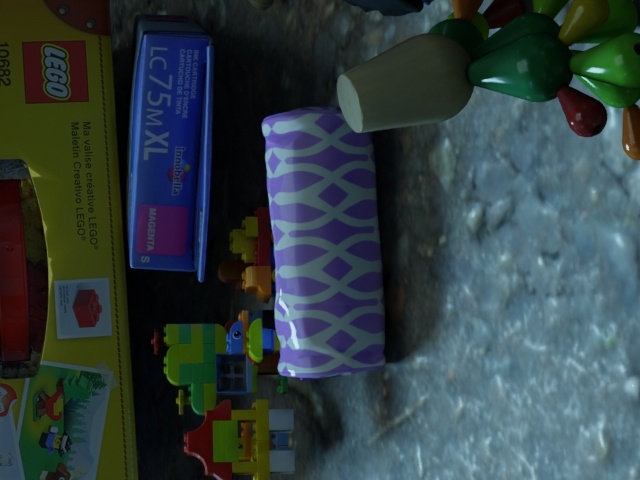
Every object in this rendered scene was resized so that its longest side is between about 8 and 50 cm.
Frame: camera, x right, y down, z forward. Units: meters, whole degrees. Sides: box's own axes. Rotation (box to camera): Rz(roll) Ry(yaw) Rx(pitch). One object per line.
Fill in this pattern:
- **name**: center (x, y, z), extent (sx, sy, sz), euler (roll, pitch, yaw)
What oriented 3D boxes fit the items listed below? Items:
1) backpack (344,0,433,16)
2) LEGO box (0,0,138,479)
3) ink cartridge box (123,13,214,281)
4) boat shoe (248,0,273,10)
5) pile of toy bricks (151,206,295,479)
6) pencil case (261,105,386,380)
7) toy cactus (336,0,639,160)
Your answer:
- **backpack**: center (-0.008, -0.256, 0.987), extent (0.213, 0.276, 0.263), euler (-62, 31, 16)
- **LEGO box**: center (-0.287, 0.041, 1.460), extent (0.372, 0.193, 0.500), euler (154, 112, -77)
- **ink cartridge box**: center (-0.128, -0.085, 1.302), extent (0.311, 0.065, 0.186), euler (-132, 46, -74)
- **boat shoe**: center (-0.075, -0.245, 1.307), extent (0.153, 0.056, 0.048), euler (47, 126, 41)
- **pile of toy bricks**: center (-0.079, 0.087, 1.227), extent (0.118, 0.105, 0.212), euler (114, 156, -73)
- **pencil case**: center (0.000, 0.000, 1.147), extent (0.088, 0.086, 0.206), euler (-6, 86, 62)
- **toy cactus**: center (0.097, -0.095, 0.893), extent (0.219, 0.180, 0.112), euler (-135, 31, -57)
